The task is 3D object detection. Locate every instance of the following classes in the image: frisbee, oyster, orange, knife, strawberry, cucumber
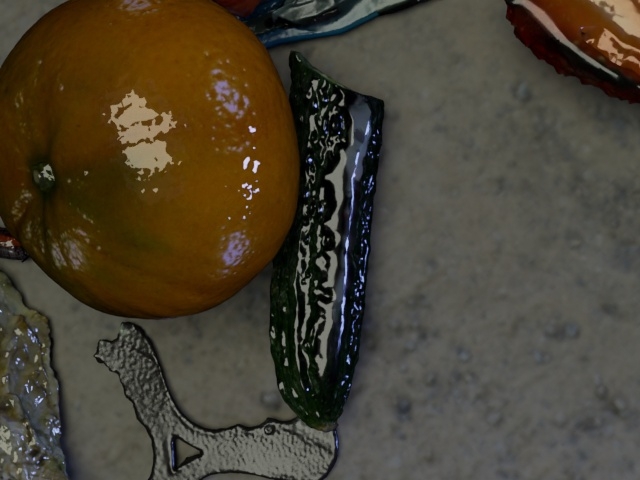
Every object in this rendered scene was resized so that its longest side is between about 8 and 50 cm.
[{"bbox_3d":[-0.104,0.142,0.954,0.211,0.012,0.187,-31,79,8],"label":"frisbee"},{"bbox_3d":[-0.268,0.104,0.963,0.133,0.072,0.209,-16,81,7],"label":"oyster"},{"bbox_3d":[-0.127,-0.058,0.871,0.240,0.171,0.240,16,114,41],"label":"orange"},{"bbox_3d":[-0.055,-0.152,0.960,0.296,0.026,0.044,-18,94,9],"label":"knife"},{"bbox_3d":[0.203,-0.161,0.876,0.192,0.085,0.140,21,82,7],"label":"strawberry"},{"bbox_3d":[0.000,0.000,0.913,0.077,0.077,0.265,7,88,12],"label":"cucumber"}]

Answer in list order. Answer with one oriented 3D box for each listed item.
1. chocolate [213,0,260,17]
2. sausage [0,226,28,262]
[{"bbox_3d":[-0.073,-0.309,0.924,0.237,0.108,0.235,39,87,14],"label":"chocolate"},{"bbox_3d":[-0.311,-0.006,1.003,0.198,0.025,0.028,7,119,13],"label":"sausage"}]
